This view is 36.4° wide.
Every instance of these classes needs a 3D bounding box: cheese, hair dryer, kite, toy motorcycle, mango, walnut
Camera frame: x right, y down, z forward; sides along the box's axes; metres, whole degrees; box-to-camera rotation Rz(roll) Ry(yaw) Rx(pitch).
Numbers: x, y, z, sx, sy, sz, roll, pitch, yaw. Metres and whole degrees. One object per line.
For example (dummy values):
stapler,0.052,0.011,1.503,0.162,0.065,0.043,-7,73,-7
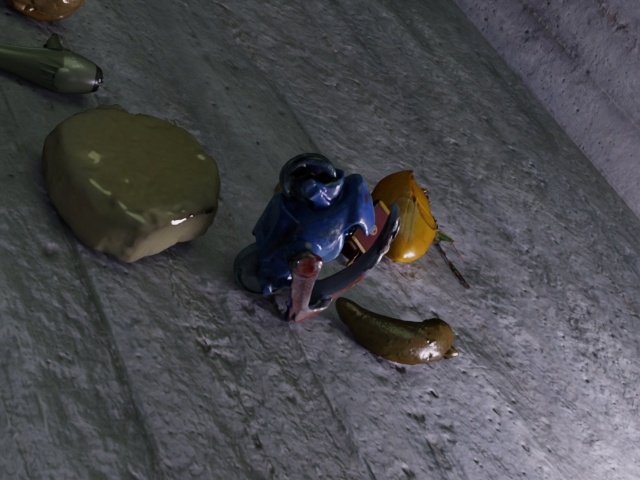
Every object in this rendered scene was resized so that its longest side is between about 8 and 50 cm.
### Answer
cheese,-0.317,-0.099,1.667,0.318,0.115,0.326,16,41,-27
hair dryer,-0.549,-0.355,1.844,0.219,0.088,0.225,0,34,-43
kite,0.287,0.023,2.320,0.198,0.006,0.244,0,47,-49
toy motorcycle,-0.007,-0.017,1.718,0.241,0.319,0.182,-7,49,-43
mango,0.177,-0.044,2.168,0.153,0.126,0.252,29,39,-23
walnut,-0.566,-0.525,1.979,0.184,0.155,0.155,21,33,-21

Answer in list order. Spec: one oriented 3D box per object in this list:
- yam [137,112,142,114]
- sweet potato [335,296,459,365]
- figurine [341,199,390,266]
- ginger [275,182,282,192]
yam,-0.301,-0.170,1.858,0.169,0.068,0.068,45,29,9
sweet potato,0.169,0.187,1.863,0.310,0.098,0.124,16,15,-33
figurine,0.096,0.001,2.035,0.098,0.082,0.154,44,62,-16
ginger,-0.013,-0.082,2.079,0.173,0.051,0.069,24,29,-28
